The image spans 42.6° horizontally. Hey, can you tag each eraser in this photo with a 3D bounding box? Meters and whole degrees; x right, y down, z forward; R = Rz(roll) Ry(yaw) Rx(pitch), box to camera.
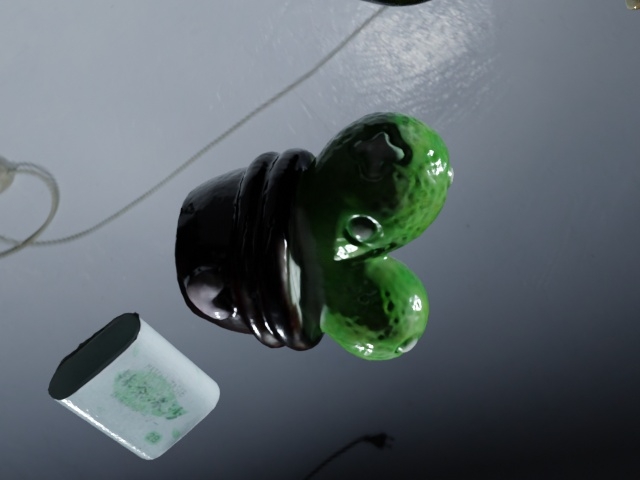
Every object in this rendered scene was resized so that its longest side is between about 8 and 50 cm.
[{"bbox_3d":[-0.282,0.230,1.275,0.174,0.081,0.227,-39,133,-2],"label":"eraser"}]

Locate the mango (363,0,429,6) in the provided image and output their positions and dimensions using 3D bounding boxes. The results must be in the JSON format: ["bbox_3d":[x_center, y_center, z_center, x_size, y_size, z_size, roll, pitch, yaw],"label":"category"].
[{"bbox_3d":[0.031,-0.230,0.619,0.191,0.122,0.085,8,80,27],"label":"mango"}]

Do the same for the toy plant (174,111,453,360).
[{"bbox_3d":[0.000,0.000,0.715,0.235,0.175,0.217,-1,110,15],"label":"toy plant"}]

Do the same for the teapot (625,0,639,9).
[{"bbox_3d":[0.281,-0.184,0.622,0.110,0.085,0.080,-20,105,-6],"label":"teapot"}]
